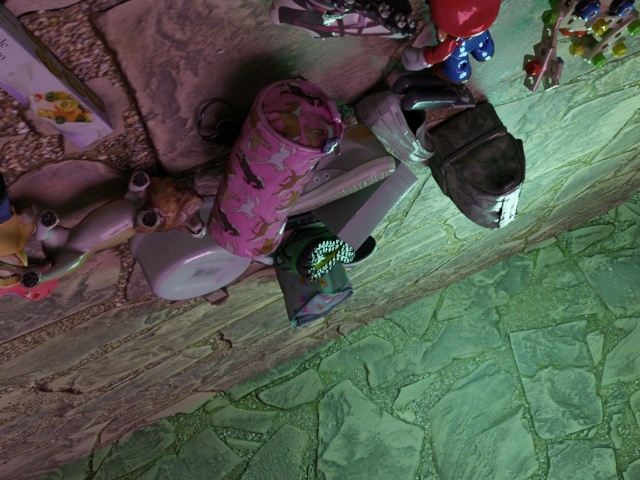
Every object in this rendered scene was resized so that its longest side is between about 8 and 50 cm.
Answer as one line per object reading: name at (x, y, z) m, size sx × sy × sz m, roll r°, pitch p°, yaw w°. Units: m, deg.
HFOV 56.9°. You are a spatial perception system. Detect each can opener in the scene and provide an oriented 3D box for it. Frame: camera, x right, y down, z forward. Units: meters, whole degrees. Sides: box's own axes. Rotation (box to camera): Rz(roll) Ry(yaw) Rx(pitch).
can opener at (0.242, -0.308, 1.282) m, size 0.283 × 0.076 × 0.095 m, roll -16°, pitch 167°, yaw -46°

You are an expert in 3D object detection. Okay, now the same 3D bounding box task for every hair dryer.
hair dryer at (-0.107, -0.211, 1.172) m, size 0.224 × 0.080 × 0.293 m, roll -15°, pitch 151°, yaw 3°

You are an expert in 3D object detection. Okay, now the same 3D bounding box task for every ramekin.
ramekin at (-0.294, 0.028, 1.394) m, size 0.277 × 0.135 × 0.277 m, roll -23°, pitch 159°, yaw -9°

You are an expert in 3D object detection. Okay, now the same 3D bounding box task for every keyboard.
keyboard at (-0.019, -0.059, 1.583) m, size 0.317 × 0.033 × 0.201 m, roll -15°, pitch 179°, yaw -29°

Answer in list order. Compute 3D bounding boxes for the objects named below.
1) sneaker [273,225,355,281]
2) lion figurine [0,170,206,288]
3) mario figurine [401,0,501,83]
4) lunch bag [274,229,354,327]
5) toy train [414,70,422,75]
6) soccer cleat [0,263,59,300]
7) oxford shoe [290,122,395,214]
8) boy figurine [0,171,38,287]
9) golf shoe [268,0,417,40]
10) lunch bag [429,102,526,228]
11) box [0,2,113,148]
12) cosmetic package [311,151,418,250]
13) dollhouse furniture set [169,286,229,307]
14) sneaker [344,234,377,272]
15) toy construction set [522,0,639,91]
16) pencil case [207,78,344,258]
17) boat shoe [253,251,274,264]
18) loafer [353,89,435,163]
sneaker at (0.000, 0.000, 1.632) m, size 0.343 × 0.146 × 0.134 m, roll -24°, pitch 123°, yaw -54°
lion figurine at (-0.404, -0.020, 1.112) m, size 0.392 × 0.142 × 0.240 m, roll -20°, pitch -179°, yaw -15°
mario figurine at (0.238, -0.412, 1.057) m, size 0.170 × 0.198 × 0.320 m, roll 12°, pitch 176°, yaw 16°
lunch bag at (-0.041, 0.120, 1.791) m, size 0.160 × 0.223 × 0.262 m, roll -5°, pitch 152°, yaw -34°
toy train at (0.195, -0.361, 1.208) m, size 0.017 × 0.023 × 0.083 m, roll -32°, pitch 159°, yaw 13°
soccer cleat at (-0.640, 0.078, 1.205) m, size 0.083 × 0.095 × 0.248 m, roll -66°, pitch 166°, yaw 8°
oxford shoe at (-0.020, -0.140, 1.324) m, size 0.169 × 0.130 × 0.449 m, roll -20°, pitch 179°, yaw -42°
boy figurine at (-0.584, -0.009, 1.027) m, size 0.177 × 0.092 × 0.285 m, roll -19°, pitch 155°, yaw -27°
golf shoe at (0.044, -0.371, 0.936) m, size 0.273 × 0.105 × 0.120 m, roll -3°, pitch 169°, yaw -44°
lunch bag at (0.439, -0.181, 1.601) m, size 0.213 × 0.256 × 0.305 m, roll -28°, pitch 160°, yaw 4°
box at (-0.387, -0.227, 0.774) m, size 0.063 × 0.067 × 0.324 m, roll -28°, pitch 159°, yaw 2°
cosmetic package at (0.106, -0.108, 1.443) m, size 0.238 × 0.127 × 0.107 m, roll -49°, pitch 138°, yaw 7°
dollhouse furniture set at (-0.360, 0.136, 1.620) m, size 0.161 × 0.101 × 0.182 m, roll -27°, pitch 159°, yaw 0°
sneaker at (0.069, 0.083, 1.969) m, size 0.296 × 0.123 × 0.178 m, roll -23°, pitch 156°, yaw 13°
toy construction set at (0.561, -0.452, 1.281) m, size 0.328 × 0.151 × 0.215 m, roll -28°, pitch 163°, yaw -28°
pencil case at (-0.094, -0.116, 1.105) m, size 0.386 × 0.167 × 0.160 m, roll -53°, pitch -173°, yaw 50°
boat shoe at (-0.165, 0.010, 1.605) m, size 0.076 × 0.080 × 0.228 m, roll -57°, pitch 161°, yaw 2°
loafer at (0.196, -0.255, 1.339) m, size 0.111 × 0.112 × 0.319 m, roll -28°, pitch 161°, yaw 27°
